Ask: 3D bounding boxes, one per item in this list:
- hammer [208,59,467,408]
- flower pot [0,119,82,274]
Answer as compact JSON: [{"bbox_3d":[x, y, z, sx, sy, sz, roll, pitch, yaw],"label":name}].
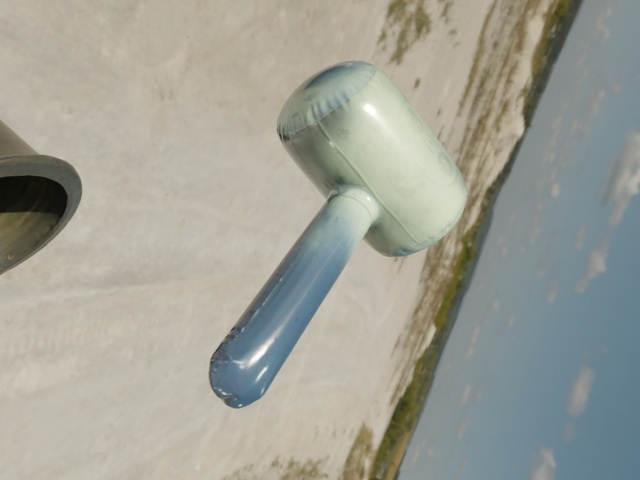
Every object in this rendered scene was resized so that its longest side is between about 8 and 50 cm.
[{"bbox_3d":[0.000,0.000,0.359,0.069,0.116,0.194,-13,-145,50],"label":"hammer"},{"bbox_3d":[-0.372,-0.058,0.682,0.235,0.148,0.235,-34,170,-7],"label":"flower pot"}]
